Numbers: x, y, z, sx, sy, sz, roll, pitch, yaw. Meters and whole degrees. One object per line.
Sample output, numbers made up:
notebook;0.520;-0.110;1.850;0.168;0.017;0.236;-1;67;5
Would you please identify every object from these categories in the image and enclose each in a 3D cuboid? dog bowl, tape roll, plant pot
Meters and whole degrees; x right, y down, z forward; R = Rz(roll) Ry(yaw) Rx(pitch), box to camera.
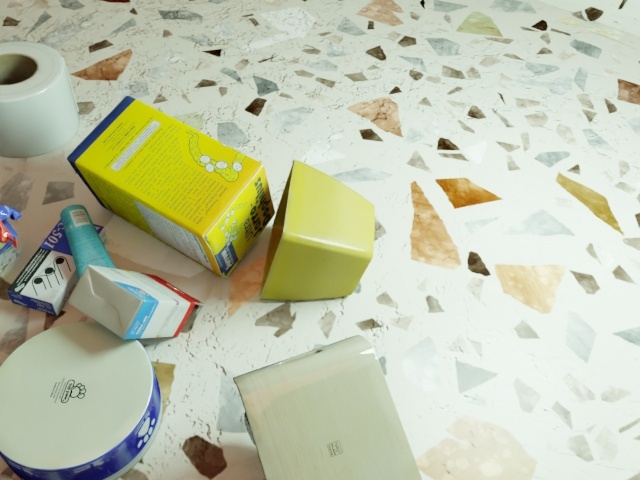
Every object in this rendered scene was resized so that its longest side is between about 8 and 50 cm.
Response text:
dog bowl;-0.403;0.271;1.000;0.264;0.104;0.265;3;50;-3
tape roll;-0.725;-0.342;1.447;0.245;0.169;0.246;2;50;-3
plant pot;0.000;0.000;1.221;0.187;0.212;0.212;14;49;-9

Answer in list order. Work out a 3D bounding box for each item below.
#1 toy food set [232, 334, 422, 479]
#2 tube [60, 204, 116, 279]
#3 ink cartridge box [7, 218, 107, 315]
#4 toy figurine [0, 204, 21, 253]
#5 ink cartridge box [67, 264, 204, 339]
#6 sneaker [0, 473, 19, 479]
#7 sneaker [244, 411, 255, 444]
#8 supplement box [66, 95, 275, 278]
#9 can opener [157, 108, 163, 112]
toy food set;0.014;0.318;0.915;0.219;0.092;0.306;-16;74;-17
tube;-0.460;0.020;1.190;0.080;0.052;0.207;-26;63;-10
ink cartridge box;-0.527;0.047;1.217;0.097;0.046;0.207;15;50;5
toy figurine;-0.675;0.045;1.156;0.362;0.217;0.191;-44;86;9
ink cartridge box;-0.329;0.116;1.108;0.134;0.231;0.078;28;90;17
sneaker;-0.564;0.355;0.871;0.292;0.169;0.108;10;48;1
sneaker;-0.002;0.327;1.002;0.235;0.094;0.153;34;53;21
supplement box;-0.300;-0.112;1.254;0.356;0.194;0.195;29;68;17
can opener;-0.372;-0.282;1.516;0.186;0.073;0.059;18;11;6
